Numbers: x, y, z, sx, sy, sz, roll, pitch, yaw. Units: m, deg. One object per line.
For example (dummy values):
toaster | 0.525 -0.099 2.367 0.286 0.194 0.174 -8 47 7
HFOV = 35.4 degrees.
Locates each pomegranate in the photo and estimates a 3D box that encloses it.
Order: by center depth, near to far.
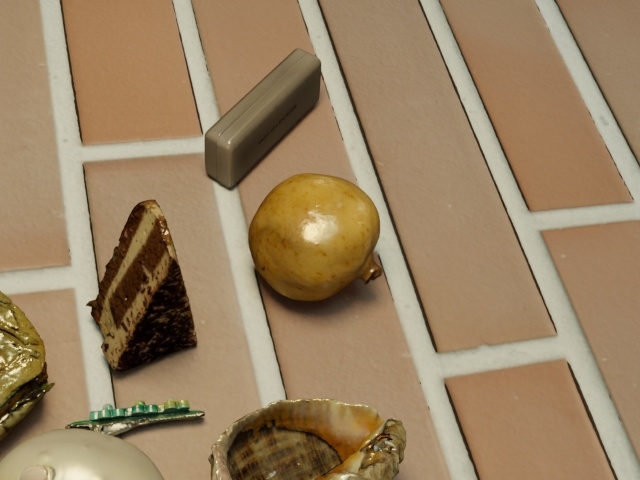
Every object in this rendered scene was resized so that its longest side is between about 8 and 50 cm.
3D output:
pomegranate | 0.000 0.000 1.385 0.196 0.196 0.196 5 54 -7

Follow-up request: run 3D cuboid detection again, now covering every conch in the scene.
conch | -0.025 0.313 1.169 0.210 0.159 0.291 27 39 37

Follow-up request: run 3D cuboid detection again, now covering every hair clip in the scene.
hair clip | -0.232 0.221 1.257 0.173 0.049 0.049 -9 57 -15

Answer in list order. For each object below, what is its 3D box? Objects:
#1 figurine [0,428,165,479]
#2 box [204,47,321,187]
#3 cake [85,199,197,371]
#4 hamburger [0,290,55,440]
figurine | -0.250 0.396 1.034 0.274 0.226 0.394 -1 61 21
box | -0.086 -0.191 1.539 0.055 0.103 0.244 30 55 18
cake | -0.193 0.049 1.276 0.135 0.246 0.112 -8 54 -38
hamburger | -0.430 0.170 1.222 0.183 0.130 0.206 43 74 14
